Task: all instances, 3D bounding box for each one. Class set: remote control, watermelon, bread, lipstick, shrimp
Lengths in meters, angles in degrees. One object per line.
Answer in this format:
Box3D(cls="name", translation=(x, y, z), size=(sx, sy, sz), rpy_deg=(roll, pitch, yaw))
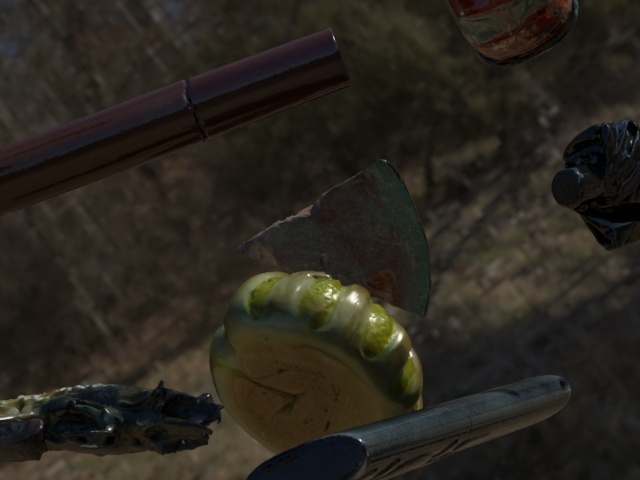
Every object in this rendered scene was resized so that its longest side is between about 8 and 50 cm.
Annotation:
Box3D(cls="remote control", translation=(0.080, 0.152, 1.368), size=(0.107, 0.044, 0.377), rpy_deg=(-30, -12, 27))
Box3D(cls="watermelon", translation=(0.017, -0.014, 1.859), size=(0.207, 0.202, 0.136), rpy_deg=(2, 71, 61))
Box3D(cls="bread", translation=(0.002, 0.110, 1.546), size=(0.213, 0.213, 0.104), rpy_deg=(-50, 5, 49))
Box3D(cls="lipstick", translation=(-0.149, -0.091, 1.465), size=(0.357, 0.057, 0.057), rpy_deg=(-21, -10, 2))
Box3D(cls="shrimp", translation=(-0.298, 0.206, 1.961), size=(0.445, 0.085, 0.272), rpy_deg=(-5, 1, 35))

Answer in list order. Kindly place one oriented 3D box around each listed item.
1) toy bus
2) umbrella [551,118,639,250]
Box3D(cls="toy bus", translation=(0.145, -0.300, 1.691), size=(0.121, 0.265, 0.120), rpy_deg=(-27, -18, 16))
Box3D(cls="umbrella", translation=(0.328, -0.072, 1.746), size=(0.272, 0.110, 0.122), rpy_deg=(-18, -44, -42))
